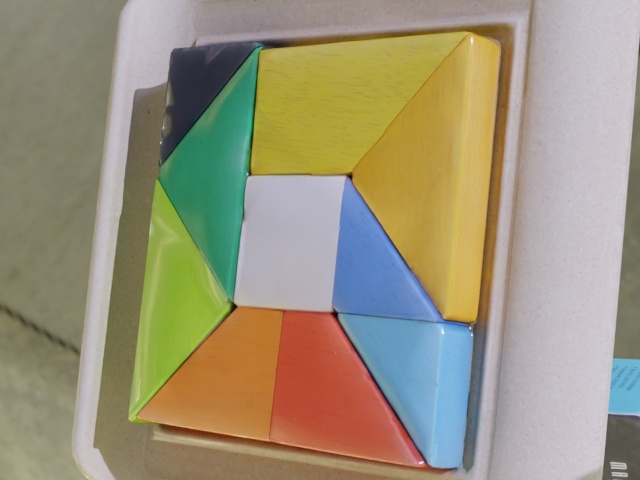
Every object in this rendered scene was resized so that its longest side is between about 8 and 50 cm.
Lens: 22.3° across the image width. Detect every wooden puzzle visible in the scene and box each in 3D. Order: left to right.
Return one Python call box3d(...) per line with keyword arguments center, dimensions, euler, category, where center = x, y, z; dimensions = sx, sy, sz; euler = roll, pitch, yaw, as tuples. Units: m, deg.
box3d(center=(0.000, 0.000, 0.630), dimensions=(0.238, 0.044, 0.221), euler=(3, 84, 36), category="wooden puzzle")

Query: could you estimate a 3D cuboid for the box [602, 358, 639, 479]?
box3d(center=(0.064, 0.111, 0.837), dimensions=(0.244, 0.060, 0.101), euler=(1, 114, 30), category="box")
